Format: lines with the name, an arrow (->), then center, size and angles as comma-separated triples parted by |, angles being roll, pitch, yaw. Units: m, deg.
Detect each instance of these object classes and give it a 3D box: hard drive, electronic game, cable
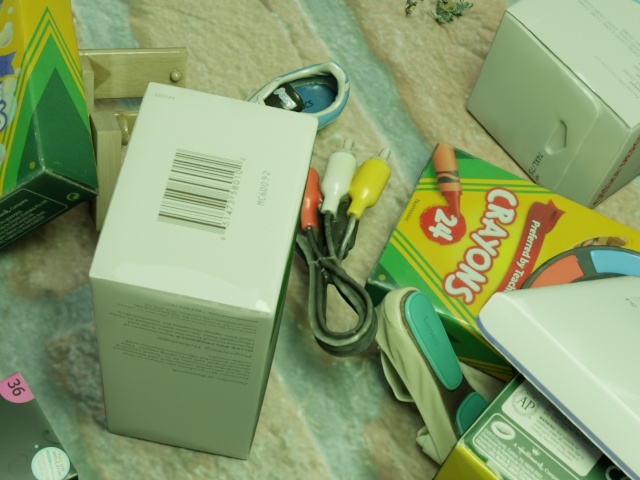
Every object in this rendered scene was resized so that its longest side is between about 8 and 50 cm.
hard drive -> 0.283, 0.115, 1.083 | 0.210, 0.040, 0.319 | 45, 24, 24
electronic game -> 0.297, 0.109, 1.262 | 0.229, 0.048, 0.229 | 4, 64, -9
cable -> 0.000, 0.000, 1.311 | 0.140, 0.072, 0.287 | -5, 39, 11

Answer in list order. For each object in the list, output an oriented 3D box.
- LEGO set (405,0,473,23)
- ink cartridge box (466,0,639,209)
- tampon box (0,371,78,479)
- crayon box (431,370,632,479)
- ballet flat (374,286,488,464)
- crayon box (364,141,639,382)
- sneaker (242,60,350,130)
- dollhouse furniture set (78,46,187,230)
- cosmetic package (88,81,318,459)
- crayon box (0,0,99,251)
LEGO set -> 0.147, -0.287, 1.567 | 0.083, 0.023, 0.054 | 16, 58, 16
ink cartridge box -> 0.344, -0.200, 1.442 | 0.270, 0.198, 0.197 | -34, 71, -23
tampon box -> -0.321, 0.223, 1.176 | 0.161, 0.101, 0.120 | -28, 69, -21
crayon box -> 0.249, 0.312, 1.083 | 0.363, 0.313, 0.106 | 40, 64, 14
ballet flat -> 0.120, 0.164, 1.276 | 0.086, 0.086, 0.248 | -26, 90, -20
crayon box -> 0.226, 0.048, 1.358 | 0.319, 0.081, 0.202 | 25, 61, 5
sneaker -> -0.068, -0.131, 1.414 | 0.237, 0.086, 0.085 | -35, 73, -22
dollhouse furniture set -> -0.191, -0.111, 1.354 | 0.123, 0.144, 0.151 | -5, 31, -19
cosmetic package -> -0.109, 0.044, 1.152 | 0.155, 0.365, 0.197 | 12, 63, 0
crayon box -> -0.350, -0.154, 1.327 | 0.203, 0.083, 0.322 | -28, 59, 26
